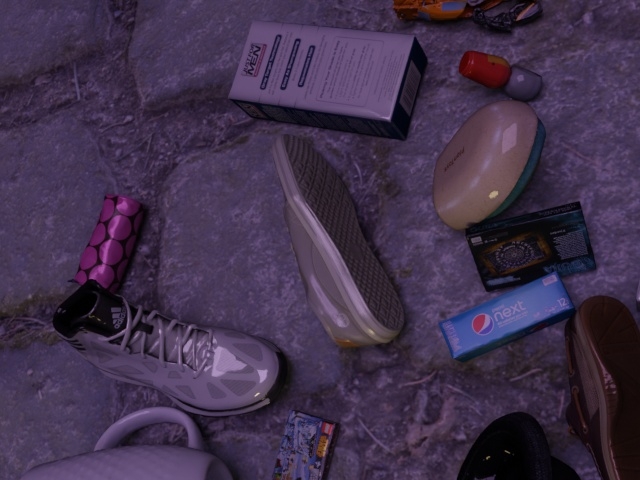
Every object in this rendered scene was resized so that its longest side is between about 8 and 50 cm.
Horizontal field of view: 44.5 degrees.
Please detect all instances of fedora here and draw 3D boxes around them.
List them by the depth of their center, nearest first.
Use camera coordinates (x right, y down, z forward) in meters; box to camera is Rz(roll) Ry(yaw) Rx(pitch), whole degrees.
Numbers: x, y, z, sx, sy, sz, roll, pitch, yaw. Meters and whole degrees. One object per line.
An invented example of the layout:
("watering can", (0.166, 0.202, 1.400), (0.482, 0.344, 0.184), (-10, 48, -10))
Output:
("fedora", (0.305, 0.430, 1.145), (0.153, 0.334, 0.333), (20, 83, -10))

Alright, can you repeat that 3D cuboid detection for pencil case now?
("pencil case", (-0.441, 0.005, 1.624), (0.098, 0.095, 0.209), (13, 79, 41))

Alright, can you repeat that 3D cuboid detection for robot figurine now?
("robot figurine", (0.285, -0.492, 1.456), (0.291, 0.085, 0.210), (3, 78, 23))

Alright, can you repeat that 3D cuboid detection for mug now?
("mug", (-0.319, 0.456, 1.376), (0.328, 0.276, 0.374), (-15, 41, 10))

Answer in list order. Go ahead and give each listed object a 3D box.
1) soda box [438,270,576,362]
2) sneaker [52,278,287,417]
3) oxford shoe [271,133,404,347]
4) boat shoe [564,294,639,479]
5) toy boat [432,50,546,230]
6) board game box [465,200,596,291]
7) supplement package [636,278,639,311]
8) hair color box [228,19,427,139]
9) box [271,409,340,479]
("soda box", (0.308, 0.129, 1.288), (0.210, 0.071, 0.067), (-25, 67, 15))
("sneaker", (-0.297, 0.195, 1.407), (0.448, 0.257, 0.169), (7, 69, 24))
("oxford shoe", (0.000, 0.000, 1.412), (0.130, 0.169, 0.449), (-40, 64, 33))
("boat shoe", (0.435, 0.260, 1.174), (0.123, 0.123, 0.341), (-1, 64, -17))
("toy boat", (0.300, -0.178, 1.314), (0.148, 0.267, 0.318), (16, 64, -14))
("board game box", (0.345, 0.014, 1.282), (0.186, 0.126, 0.026), (-13, 33, 19))
("supplement package", (0.577, 0.070, 1.175), (0.179, 0.105, 0.105), (12, 82, 24))
("hair color box", (0.013, -0.312, 1.509), (0.348, 0.105, 0.173), (13, 81, 24))
("box", (-0.027, 0.378, 1.385), (0.094, 0.027, 0.136), (11, 81, 26))
